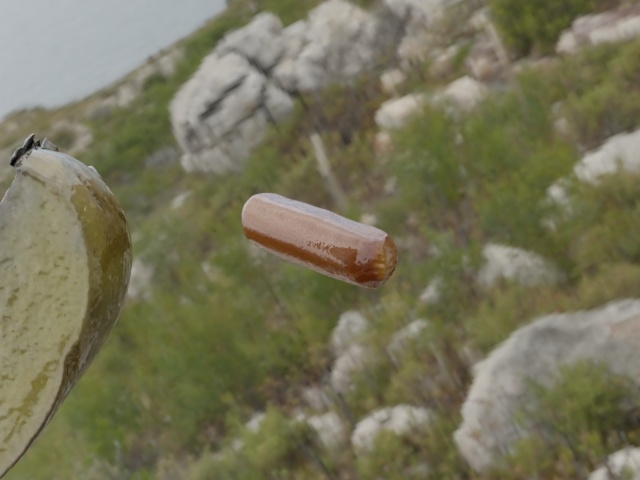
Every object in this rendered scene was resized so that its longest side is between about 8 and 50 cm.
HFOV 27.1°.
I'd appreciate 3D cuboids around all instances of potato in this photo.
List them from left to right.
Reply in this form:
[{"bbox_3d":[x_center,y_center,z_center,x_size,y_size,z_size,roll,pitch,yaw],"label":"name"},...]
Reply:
[{"bbox_3d":[-0.190,0.064,0.803,0.243,0.098,0.138,-57,4,2],"label":"potato"}]

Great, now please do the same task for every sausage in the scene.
[{"bbox_3d":[0.000,0.000,0.909,0.131,0.039,0.041,22,22,41],"label":"sausage"}]
